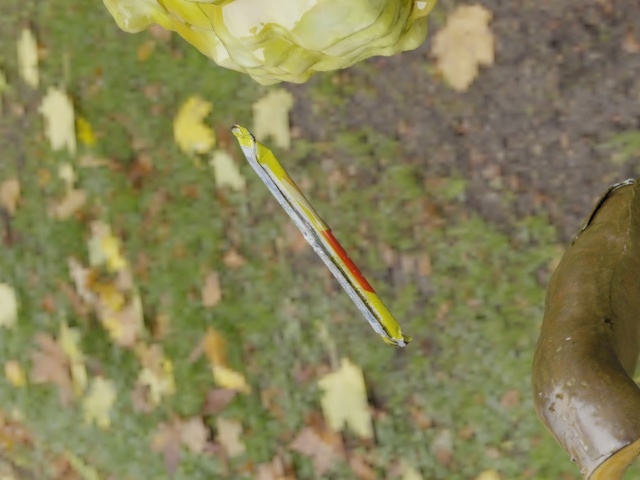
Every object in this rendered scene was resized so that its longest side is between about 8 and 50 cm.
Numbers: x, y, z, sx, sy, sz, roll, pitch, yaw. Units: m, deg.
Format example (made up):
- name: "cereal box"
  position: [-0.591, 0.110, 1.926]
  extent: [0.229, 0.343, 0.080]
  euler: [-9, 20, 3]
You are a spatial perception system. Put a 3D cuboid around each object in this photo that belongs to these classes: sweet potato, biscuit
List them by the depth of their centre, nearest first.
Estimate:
- name: "sweet potato"
  position: [0.221, 0.069, 1.315]
  extent: [0.112, 0.285, 0.085]
  euler: [-11, 129, 27]
- name: "biscuit"
  position: [0.000, 0.000, 1.729]
  extent: [0.292, 0.026, 0.048]
  euler: [53, 162, -22]

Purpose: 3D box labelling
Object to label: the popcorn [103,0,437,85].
- name: "popcorn"
  position: [-0.033, -0.181, 0.724]
  extent: [0.256, 0.195, 0.255]
  euler: [62, 171, 23]
